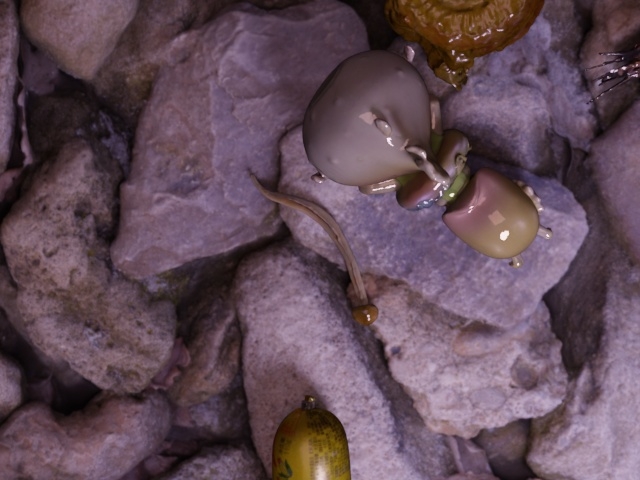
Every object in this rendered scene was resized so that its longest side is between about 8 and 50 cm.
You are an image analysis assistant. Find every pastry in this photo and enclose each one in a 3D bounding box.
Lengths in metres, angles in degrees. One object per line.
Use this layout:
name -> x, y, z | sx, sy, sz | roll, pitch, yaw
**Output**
pastry -> 0.201, -0.379, 0.939 | 0.235, 0.132, 0.240 | -42, 84, 9

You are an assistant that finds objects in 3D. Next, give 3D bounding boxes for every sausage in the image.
sausage -> -0.011, 0.412, 1.021 | 0.123, 0.123, 0.348 | -3, 92, 11

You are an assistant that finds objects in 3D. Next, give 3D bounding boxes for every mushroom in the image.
mushroom -> 0.001, 0.000, 1.047 | 0.068, 0.043, 0.306 | -34, 84, -14

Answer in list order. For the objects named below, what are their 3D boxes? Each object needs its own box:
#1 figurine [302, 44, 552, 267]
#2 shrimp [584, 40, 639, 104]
figurine -> 0.159, -0.091, 0.913 | 0.394, 0.274, 0.227 | 36, 102, -11
shrimp -> 0.529, -0.272, 0.891 | 0.342, 0.116, 0.145 | -21, 65, 14
